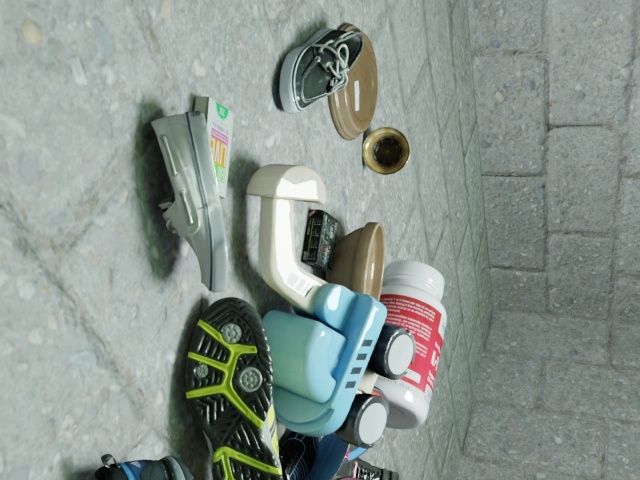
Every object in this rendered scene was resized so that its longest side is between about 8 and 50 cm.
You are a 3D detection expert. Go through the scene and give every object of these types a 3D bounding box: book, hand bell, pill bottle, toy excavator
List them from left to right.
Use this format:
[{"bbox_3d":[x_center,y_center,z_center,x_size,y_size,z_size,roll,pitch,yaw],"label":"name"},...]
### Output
[{"bbox_3d":[-0.175,-0.146,1.081,0.096,0.035,0.144,19,75,-70],"label":"book"},{"bbox_3d":[-0.019,0.132,1.271,0.445,0.222,0.433,36,72,-43],"label":"toy excavator"},{"bbox_3d":[0.193,-0.243,1.869,0.242,0.126,0.126,-26,118,-78],"label":"hand bell"},{"bbox_3d":[0.207,0.267,1.788,0.229,0.228,0.408,64,37,-50],"label":"pill bottle"}]

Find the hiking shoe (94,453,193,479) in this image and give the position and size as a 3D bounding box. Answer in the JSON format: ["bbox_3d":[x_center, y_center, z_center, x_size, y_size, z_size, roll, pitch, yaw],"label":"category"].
[{"bbox_3d":[-0.273,0.430,0.887,0.132,0.113,0.304,18,83,-35],"label":"hiking shoe"}]

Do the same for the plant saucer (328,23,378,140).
[{"bbox_3d":[0.085,-0.383,1.639,0.278,0.041,0.278,5,90,-67],"label":"plant saucer"}]

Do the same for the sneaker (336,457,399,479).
[{"bbox_3d":[0.123,0.615,1.754,0.296,0.146,0.105,55,46,-54],"label":"sneaker"}]

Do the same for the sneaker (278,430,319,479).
[{"bbox_3d":[-0.067,0.462,1.363,0.091,0.081,0.232,80,27,-45],"label":"sneaker"}]

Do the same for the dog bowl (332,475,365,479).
[{"bbox_3d":[0.054,0.688,1.406,0.408,0.150,0.408,35,44,-42],"label":"dog bowl"}]

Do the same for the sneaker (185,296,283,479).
[{"bbox_3d":[-0.146,0.286,1.120,0.147,0.145,0.385,168,-83,-80],"label":"sneaker"}]

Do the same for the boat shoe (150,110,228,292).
[{"bbox_3d":[-0.190,-0.049,0.979,0.096,0.088,0.268,-132,-146,-69],"label":"boat shoe"}]

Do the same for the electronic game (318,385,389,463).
[{"bbox_3d":[0.061,0.430,1.563,0.229,0.048,0.230,-14,122,-24],"label":"electronic game"}]

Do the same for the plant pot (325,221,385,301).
[{"bbox_3d":[0.078,0.071,1.586,0.237,0.109,0.238,6,90,-76],"label":"plant pot"}]

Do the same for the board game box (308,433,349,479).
[{"bbox_3d":[0.027,0.453,1.390,0.133,0.033,0.168,-60,-167,-22],"label":"board game box"}]

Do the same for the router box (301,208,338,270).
[{"bbox_3d":[0.000,0.000,1.500,0.092,0.038,0.123,31,65,-64],"label":"router box"}]

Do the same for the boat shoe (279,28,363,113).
[{"bbox_3d":[0.012,-0.353,1.385,0.306,0.104,0.113,-55,142,-51],"label":"boat shoe"}]
